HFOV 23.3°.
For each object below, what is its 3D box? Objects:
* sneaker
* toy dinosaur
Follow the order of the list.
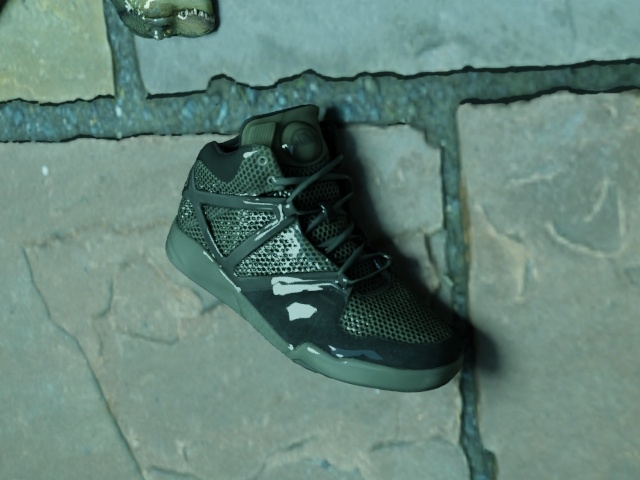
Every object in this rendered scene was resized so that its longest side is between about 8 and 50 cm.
[{"bbox_3d":[0.000,0.000,0.967,0.227,0.087,0.130,35,126,32],"label":"sneaker"},{"bbox_3d":[-0.169,-0.240,1.057,0.268,0.064,0.118,42,129,26],"label":"toy dinosaur"}]
